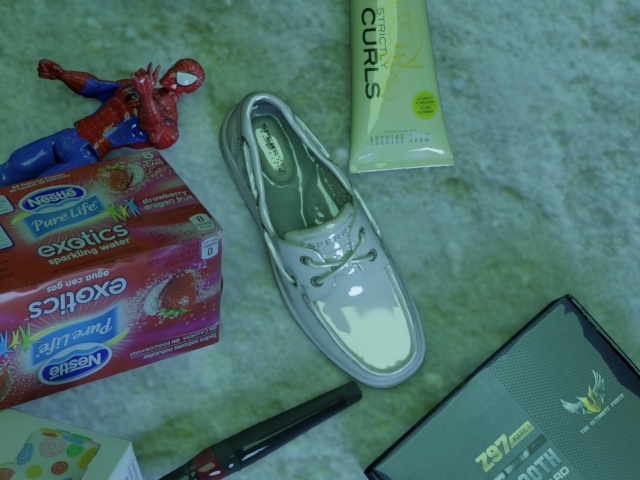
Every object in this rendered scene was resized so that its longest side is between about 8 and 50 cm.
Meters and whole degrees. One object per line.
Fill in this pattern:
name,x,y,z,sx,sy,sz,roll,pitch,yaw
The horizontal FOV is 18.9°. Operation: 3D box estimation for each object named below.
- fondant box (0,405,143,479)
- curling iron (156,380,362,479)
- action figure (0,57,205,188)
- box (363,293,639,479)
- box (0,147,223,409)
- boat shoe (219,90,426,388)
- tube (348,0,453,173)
fondant box,-0.305,0.272,1.428,0.238,0.096,0.330,12,51,23
curling iron,-0.082,0.197,1.609,0.274,0.035,0.068,-34,106,-13
action figure,-0.219,-0.086,1.574,0.280,0.139,0.091,-34,59,-12
box,0.181,0.187,1.623,0.233,0.059,0.183,-40,87,-10
box,-0.216,0.035,1.514,0.257,0.122,0.128,-17,43,-25
boat shoe,0.000,0.000,1.608,0.098,0.096,0.277,-32,87,-9
tube,0.062,-0.180,1.660,0.070,0.062,0.240,-5,88,34
